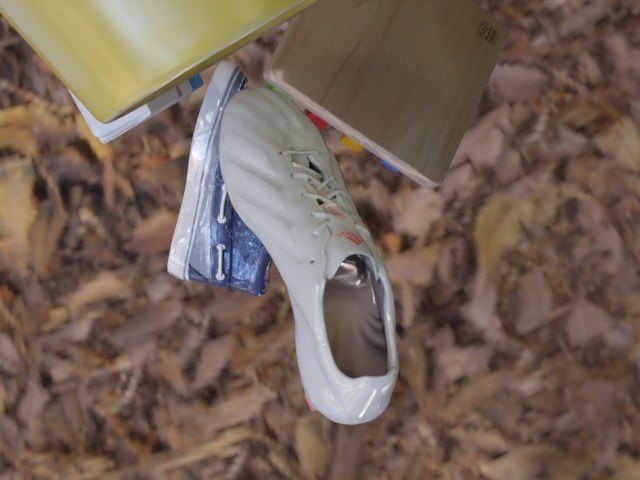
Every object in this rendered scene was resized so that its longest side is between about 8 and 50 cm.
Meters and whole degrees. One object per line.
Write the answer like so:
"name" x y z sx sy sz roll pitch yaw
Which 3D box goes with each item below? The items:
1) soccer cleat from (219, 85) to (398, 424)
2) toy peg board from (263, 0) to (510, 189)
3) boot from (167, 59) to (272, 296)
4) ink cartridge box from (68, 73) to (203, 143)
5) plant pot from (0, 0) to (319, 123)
"soccer cleat" 0.000 0.000 0.969 0.068 0.196 0.076 -12 163 -23
"toy peg board" 0.041 -0.137 1.449 0.161 0.161 0.079 33 153 -14
"boot" -0.065 -0.050 1.520 0.086 0.069 0.190 14 107 6
"ink cartridge box" -0.148 -0.134 1.400 0.052 0.122 0.088 -28 97 22
"plant pot" -0.096 -0.198 0.880 0.254 0.254 0.239 -31 95 8
